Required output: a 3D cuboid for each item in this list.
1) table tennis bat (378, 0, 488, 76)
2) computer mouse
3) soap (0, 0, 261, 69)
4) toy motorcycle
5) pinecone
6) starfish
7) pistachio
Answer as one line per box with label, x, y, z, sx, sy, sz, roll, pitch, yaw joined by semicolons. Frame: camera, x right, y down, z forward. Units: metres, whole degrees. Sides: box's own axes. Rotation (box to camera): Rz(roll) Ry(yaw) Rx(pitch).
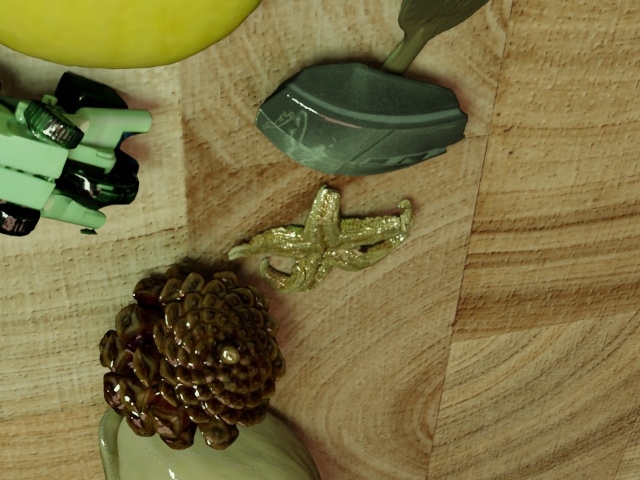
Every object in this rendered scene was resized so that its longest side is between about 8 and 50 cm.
table tennis bat;0.112;-0.217;1.008;0.131;0.022;0.234;-13;151;-48
computer mouse;0.044;-0.103;1.055;0.231;0.071;0.126;10;150;-30
soap;-0.142;-0.312;0.790;0.306;0.115;0.427;1;132;-26
toy motorcycle;-0.300;-0.099;0.894;0.331;0.196;0.125;13;111;-46
pinecone;-0.147;0.127;1.154;0.207;0.208;0.208;-10;134;-11
starfish;0.002;0.006;1.182;0.209;0.053;0.150;-3;128;-15
pistachio;-0.128;0.301;1.313;0.332;0.208;0.226;34;70;-24
